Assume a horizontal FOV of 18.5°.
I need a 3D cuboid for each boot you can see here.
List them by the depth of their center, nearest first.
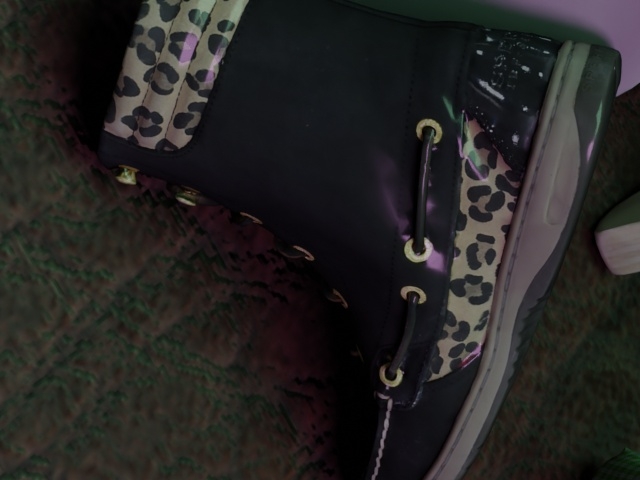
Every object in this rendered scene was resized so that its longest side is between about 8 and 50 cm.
[{"bbox_3d":[0.001,-0.002,0.767,0.178,0.236,0.085,20,37,2],"label":"boot"}]

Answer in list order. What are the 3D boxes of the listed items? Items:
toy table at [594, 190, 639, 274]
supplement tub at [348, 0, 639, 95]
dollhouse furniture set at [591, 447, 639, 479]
[{"bbox_3d":[0.263,-0.061,0.928,0.274,0.252,0.161,53,38,-12],"label":"toy table"},{"bbox_3d":[0.103,-0.238,0.784,0.235,0.235,0.325,44,59,-30],"label":"supplement tub"},{"bbox_3d":[0.144,0.252,0.817,0.151,0.197,0.301,-9,92,-29],"label":"dollhouse furniture set"}]
